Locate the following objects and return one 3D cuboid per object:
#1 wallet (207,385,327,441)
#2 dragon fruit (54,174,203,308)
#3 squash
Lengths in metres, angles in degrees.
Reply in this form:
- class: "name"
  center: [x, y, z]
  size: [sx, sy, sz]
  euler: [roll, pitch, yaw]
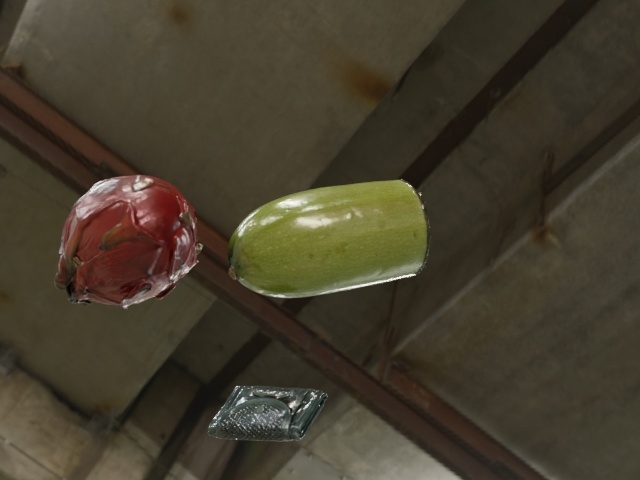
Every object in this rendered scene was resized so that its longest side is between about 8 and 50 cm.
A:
- class: "wallet"
  center: [-0.065, 0.203, 0.967]
  size: [0.129, 0.088, 0.026]
  euler: [-4, -62, 29]
- class: "dragon fruit"
  center: [-0.244, 0.001, 1.054]
  size: [0.172, 0.209, 0.173]
  euler: [15, -62, 30]
- class: "squash"
  center: [0.000, 0.000, 0.985]
  size: [0.246, 0.132, 0.133]
  euler: [-8, -47, -29]
